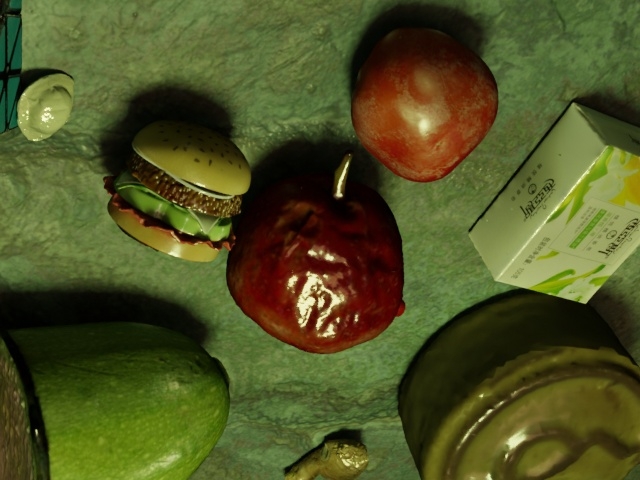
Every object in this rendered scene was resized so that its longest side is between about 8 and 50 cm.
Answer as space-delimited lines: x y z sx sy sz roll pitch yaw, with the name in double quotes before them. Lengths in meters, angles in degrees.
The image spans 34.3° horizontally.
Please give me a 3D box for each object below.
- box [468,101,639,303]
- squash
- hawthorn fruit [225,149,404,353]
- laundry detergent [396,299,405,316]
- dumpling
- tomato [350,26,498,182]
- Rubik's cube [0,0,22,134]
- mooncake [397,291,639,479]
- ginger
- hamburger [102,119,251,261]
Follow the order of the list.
"box" 0.370 -0.047 1.476 0.194 0.111 0.260 13 124 -32
"squash" -0.273 0.252 1.389 0.309 0.310 0.310 -4 134 -32
"hawthorn fruit" 0.000 0.000 1.310 0.230 0.210 0.266 5 117 -10
"laundry detergent" 0.066 0.073 1.512 0.165 0.049 0.097 22 117 -40
"dumpling" -0.305 -0.148 1.138 0.077 0.043 0.059 -40 140 17
"tomato" 0.117 -0.157 1.235 0.187 0.151 0.187 -9 137 -8
"Rubik's cube" -0.385 -0.169 1.090 0.191 0.211 0.178 8 160 12
"mooncake" 0.335 0.285 1.698 0.394 0.246 0.393 -33 130 5
"ginger" 0.019 0.391 1.792 0.165 0.067 0.096 -31 138 27
"hamburger" -0.157 -0.066 1.204 0.175 0.175 0.137 16 112 -34
